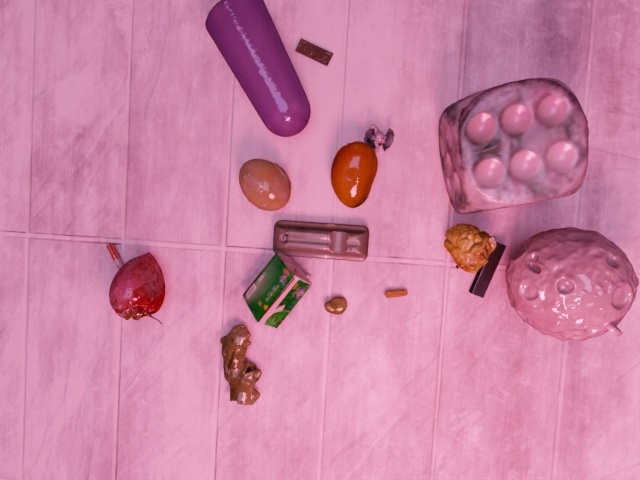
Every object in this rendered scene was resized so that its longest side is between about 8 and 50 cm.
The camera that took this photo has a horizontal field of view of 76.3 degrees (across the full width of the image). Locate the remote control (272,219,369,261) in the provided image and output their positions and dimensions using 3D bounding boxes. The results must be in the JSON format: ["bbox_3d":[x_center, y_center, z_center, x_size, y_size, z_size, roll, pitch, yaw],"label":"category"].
[{"bbox_3d":[0.000,0.000,1.420,0.335,0.065,0.128,4,91,7],"label":"remote control"}]

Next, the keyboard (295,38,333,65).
[{"bbox_3d":[-0.022,-0.659,1.425,0.129,0.015,0.049,27,90,6],"label":"keyboard"}]

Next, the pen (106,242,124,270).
[{"bbox_3d":[-0.742,0.119,1.535,0.028,0.028,0.239,-29,89,7],"label":"pen"}]

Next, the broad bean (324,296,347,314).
[{"bbox_3d":[0.055,0.231,1.435,0.083,0.045,0.063,-13,80,0],"label":"broad bean"}]

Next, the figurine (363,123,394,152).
[{"bbox_3d":[0.194,-0.342,1.373,0.086,0.082,0.094,14,86,-15],"label":"figurine"}]

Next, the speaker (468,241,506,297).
[{"bbox_3d":[0.560,0.097,1.367,0.046,0.040,0.191,23,94,4],"label":"speaker"}]

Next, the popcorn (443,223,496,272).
[{"bbox_3d":[0.477,0.027,1.321,0.173,0.173,0.142,40,80,4],"label":"popcorn"}]

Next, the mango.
[{"bbox_3d":[0.108,-0.223,1.371,0.151,0.120,0.221,19,103,5],"label":"mango"}]

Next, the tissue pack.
[{"bbox_3d":[-0.134,0.179,1.410,0.209,0.156,0.148,-51,44,9],"label":"tissue pack"}]

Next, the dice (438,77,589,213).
[{"bbox_3d":[0.545,-0.263,1.202,0.328,0.348,0.330,-11,90,9],"label":"dice"}]

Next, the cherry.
[{"bbox_3d":[-0.643,0.161,1.452,0.175,0.192,0.249,-5,71,44],"label":"cherry"}]

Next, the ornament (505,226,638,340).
[{"bbox_3d":[0.719,0.118,1.202,0.337,0.337,0.337,0,92,7],"label":"ornament"}]

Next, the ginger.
[{"bbox_3d":[-0.284,0.451,1.466,0.137,0.089,0.290,-17,85,26],"label":"ginger"}]

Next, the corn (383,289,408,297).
[{"bbox_3d":[0.261,0.184,1.414,0.083,0.028,0.027,-5,86,3],"label":"corn"}]

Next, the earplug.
[{"bbox_3d":[-0.183,-0.561,1.361,0.215,0.215,0.456,-28,92,7],"label":"earplug"}]

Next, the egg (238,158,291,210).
[{"bbox_3d":[-0.189,-0.192,1.391,0.201,0.164,0.164,44,96,8],"label":"egg"}]
